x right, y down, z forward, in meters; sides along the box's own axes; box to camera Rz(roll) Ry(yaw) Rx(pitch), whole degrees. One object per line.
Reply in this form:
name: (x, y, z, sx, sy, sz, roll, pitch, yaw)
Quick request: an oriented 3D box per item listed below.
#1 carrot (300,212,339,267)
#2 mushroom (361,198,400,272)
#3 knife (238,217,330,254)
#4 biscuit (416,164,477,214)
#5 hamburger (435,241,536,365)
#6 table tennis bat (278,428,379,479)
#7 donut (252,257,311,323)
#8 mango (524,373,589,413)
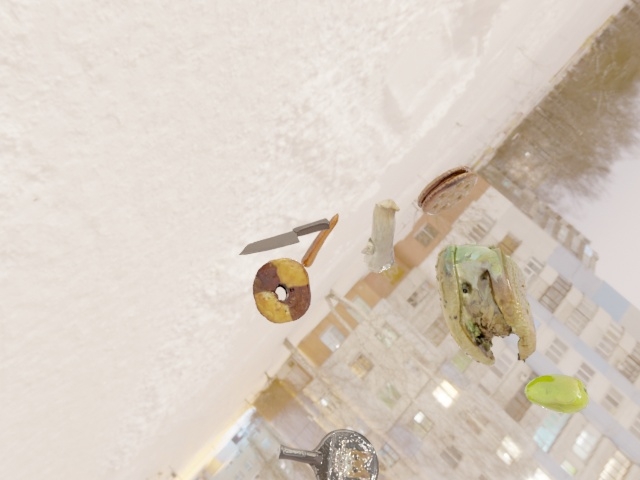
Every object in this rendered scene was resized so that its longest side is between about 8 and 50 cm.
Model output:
carrot: (0.000, 0.000, 1.323, 0.190, 0.037, 0.037, -57, 169, 15)
mushroom: (0.177, -0.003, 1.310, 0.278, 0.099, 0.096, 90, 22, -48)
knife: (-0.083, -0.003, 1.074, 0.230, 0.060, 0.028, -17, 124, -10)
biscuit: (0.435, -0.170, 1.567, 0.220, 0.066, 0.220, -27, 158, -12)
hamburger: (0.355, 0.116, 1.007, 0.167, 0.192, 0.288, -23, -134, 31)
table tennis bat: (0.019, 0.500, 1.031, 0.027, 0.236, 0.150, 112, -10, -55)
donut: (-0.108, 0.136, 1.275, 0.166, 0.184, 0.073, -21, -172, -5)
mango: (0.442, 0.287, 0.853, 0.108, 0.056, 0.073, -7, -140, 29)
